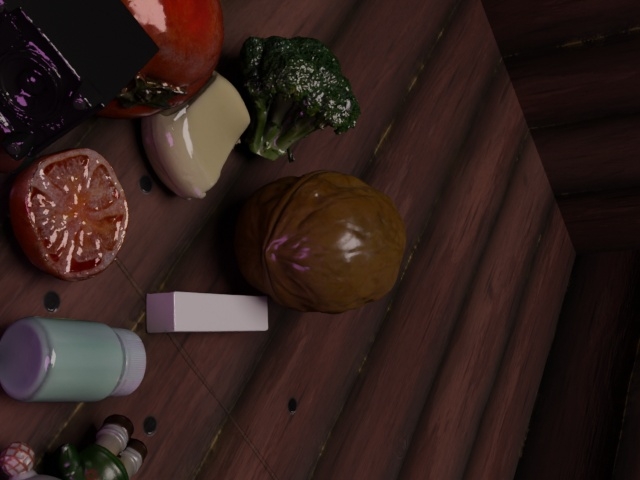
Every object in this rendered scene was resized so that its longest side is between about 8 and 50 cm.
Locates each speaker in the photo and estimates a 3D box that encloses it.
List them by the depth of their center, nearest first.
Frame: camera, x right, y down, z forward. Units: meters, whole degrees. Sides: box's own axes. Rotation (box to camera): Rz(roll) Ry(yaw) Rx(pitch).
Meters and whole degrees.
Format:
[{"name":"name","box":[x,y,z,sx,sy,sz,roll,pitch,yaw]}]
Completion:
[{"name":"speaker","box":[-0.412,-0.284,1.385,0.232,0.184,0.254,51,31,-20]}]

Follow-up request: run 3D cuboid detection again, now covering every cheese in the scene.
[{"name":"cheese","box":[-0.248,-0.216,1.887,0.266,0.127,0.233,-60,135,-38]}]

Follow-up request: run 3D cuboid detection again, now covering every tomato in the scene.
[{"name":"tomato","box":[-0.444,-0.047,1.593,0.236,0.095,0.237,3,86,-57]},{"name":"tomato","box":[-0.335,-0.381,1.655,0.325,0.293,0.290,9,62,-50]}]

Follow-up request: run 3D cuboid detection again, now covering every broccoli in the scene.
[{"name":"broccoli","box":[-0.061,-0.316,2.069,0.283,0.303,0.321,-60,-178,13]}]

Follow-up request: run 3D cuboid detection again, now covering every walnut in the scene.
[{"name":"walnut","box":[0.000,0.000,2.013,0.397,0.354,0.308,-13,104,-59]}]

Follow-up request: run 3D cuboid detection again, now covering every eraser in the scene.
[{"name":"eraser","box":[-0.227,0.150,1.901,0.298,0.076,0.078,8,78,-56]}]

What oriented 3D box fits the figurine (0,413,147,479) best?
[{"name":"figurine","box":[-0.411,0.433,1.506,0.281,0.167,0.370,67,30,-17]}]

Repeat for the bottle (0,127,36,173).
[{"name":"bottle","box":[-0.585,-0.167,1.359,0.336,0.144,0.144,-8,92,-55]}]

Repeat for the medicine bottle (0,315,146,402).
[{"name":"medicine bottle","box":[-0.415,0.203,1.554,0.225,0.139,0.139,13,74,-54]}]
